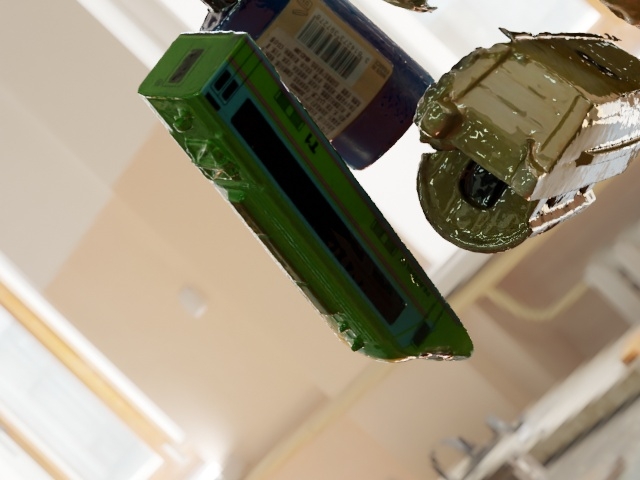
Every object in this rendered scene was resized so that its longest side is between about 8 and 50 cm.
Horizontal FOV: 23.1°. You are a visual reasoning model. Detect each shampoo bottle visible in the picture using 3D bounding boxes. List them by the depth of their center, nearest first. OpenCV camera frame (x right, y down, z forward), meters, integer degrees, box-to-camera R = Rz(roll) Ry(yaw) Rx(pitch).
[{"bbox_3d":[-0.013,-0.129,1.035,0.087,0.183,0.050,-49,26,5],"label":"shampoo bottle"}]

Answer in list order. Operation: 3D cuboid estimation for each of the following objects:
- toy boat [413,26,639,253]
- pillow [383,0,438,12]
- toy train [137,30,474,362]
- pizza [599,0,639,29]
[{"bbox_3d":[0.100,-0.045,0.690,0.088,0.068,0.226,-59,-16,19],"label":"toy boat"},{"bbox_3d":[-0.009,-0.266,0.799,0.075,0.302,0.185,-22,-31,23],"label":"pillow"},{"bbox_3d":[0.000,0.000,0.671,0.044,0.209,0.042,9,55,48],"label":"toy train"},{"bbox_3d":[0.133,-0.225,0.800,0.058,0.292,0.197,-38,-4,42],"label":"pizza"}]
